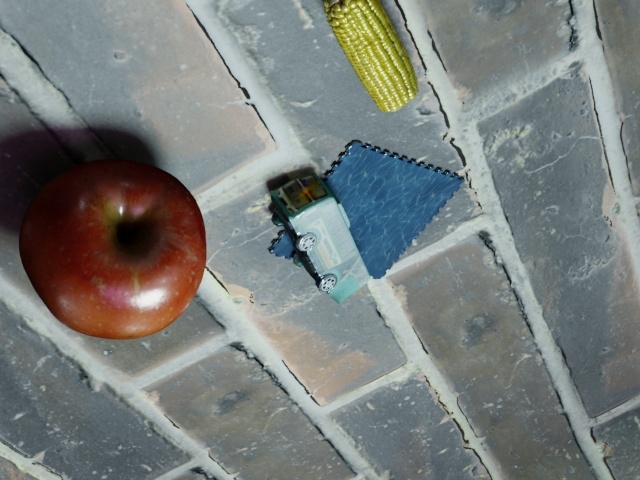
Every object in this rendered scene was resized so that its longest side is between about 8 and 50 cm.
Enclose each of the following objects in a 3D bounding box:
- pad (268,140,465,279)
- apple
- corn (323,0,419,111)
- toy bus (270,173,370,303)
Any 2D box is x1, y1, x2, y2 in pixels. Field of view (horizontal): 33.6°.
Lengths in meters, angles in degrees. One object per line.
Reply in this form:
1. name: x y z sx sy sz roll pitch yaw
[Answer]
1. pad: 0.080 -0.043 1.814 0.269 0.012 0.269 13 129 -36
2. apple: -0.294 0.014 1.498 0.260 0.260 0.216 0 159 -27
3. corn: 0.073 -0.275 1.495 0.081 0.081 0.248 -29 141 6
4. toy bus: 0.000 0.000 1.748 0.109 0.091 0.261 -33 142 -6
